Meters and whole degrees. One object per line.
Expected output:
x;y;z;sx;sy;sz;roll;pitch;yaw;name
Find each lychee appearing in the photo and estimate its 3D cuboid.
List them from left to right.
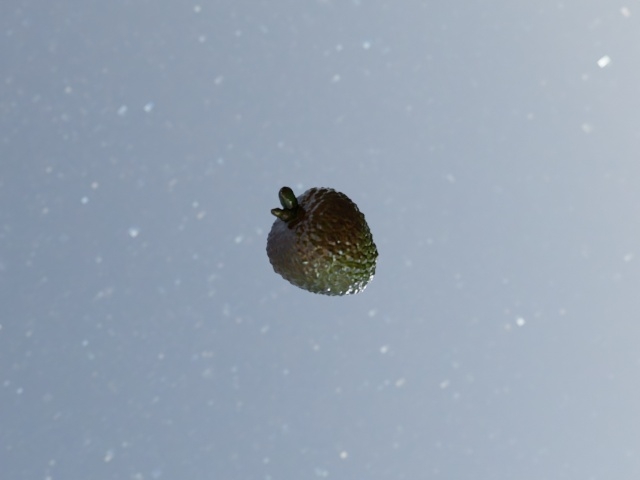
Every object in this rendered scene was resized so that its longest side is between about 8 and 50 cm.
0.000;0.000;1.485;0.146;0.114;0.114;41;-156;-29;lychee
